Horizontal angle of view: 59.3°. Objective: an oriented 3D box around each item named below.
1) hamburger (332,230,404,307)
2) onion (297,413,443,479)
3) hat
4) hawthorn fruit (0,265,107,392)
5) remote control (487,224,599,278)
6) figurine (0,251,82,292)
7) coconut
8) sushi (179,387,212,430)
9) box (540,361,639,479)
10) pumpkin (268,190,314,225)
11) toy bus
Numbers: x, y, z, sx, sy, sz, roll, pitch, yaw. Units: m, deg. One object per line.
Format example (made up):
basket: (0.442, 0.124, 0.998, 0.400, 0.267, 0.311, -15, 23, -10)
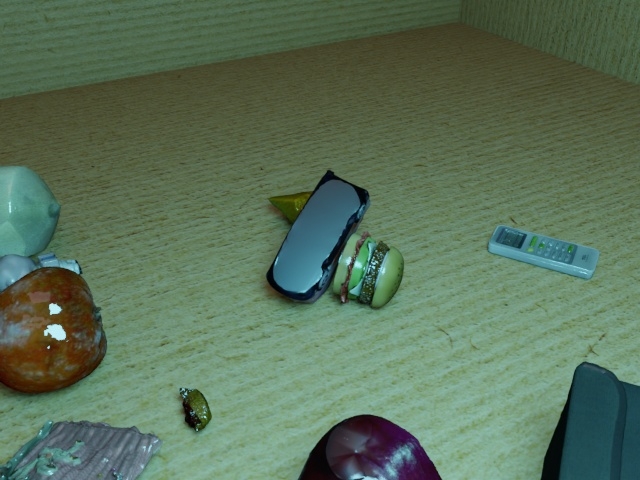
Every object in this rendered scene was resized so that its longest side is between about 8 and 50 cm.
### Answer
hamburger: (0.114, 0.069, 1.246, 0.137, 0.175, 0.175, 18, 38, 10)
onion: (0.056, 0.371, 0.774, 0.216, 0.206, 0.207, 25, 43, 34)
hat: (-0.410, 0.383, 0.868, 0.237, 0.107, 0.286, 0, 29, 20)
hawthorn fruit: (-0.553, 0.183, 1.069, 0.271, 0.242, 0.242, -20, 39, -19)
remote control: (0.549, 0.026, 1.393, 0.250, 0.034, 0.103, 17, 39, 26)
figurine: (-0.685, 0.081, 1.320, 0.229, 0.112, 0.137, -11, 30, -30)
coconut: (-0.785, -0.064, 1.419, 0.247, 0.245, 0.245, 1, 35, 3)
sushi: (-0.226, 0.307, 1.015, 0.047, 0.050, 0.099, -16, 31, -29)
box: (0.386, 0.380, 0.710, 0.204, 0.251, 0.345, 14, 39, 22)
pumpkin: (-0.008, -0.067, 1.492, 0.248, 0.126, 0.131, 8, 27, 44)
toy bus: (0.000, 0.000, 1.274, 0.127, 0.147, 0.303, 25, 78, 14)
